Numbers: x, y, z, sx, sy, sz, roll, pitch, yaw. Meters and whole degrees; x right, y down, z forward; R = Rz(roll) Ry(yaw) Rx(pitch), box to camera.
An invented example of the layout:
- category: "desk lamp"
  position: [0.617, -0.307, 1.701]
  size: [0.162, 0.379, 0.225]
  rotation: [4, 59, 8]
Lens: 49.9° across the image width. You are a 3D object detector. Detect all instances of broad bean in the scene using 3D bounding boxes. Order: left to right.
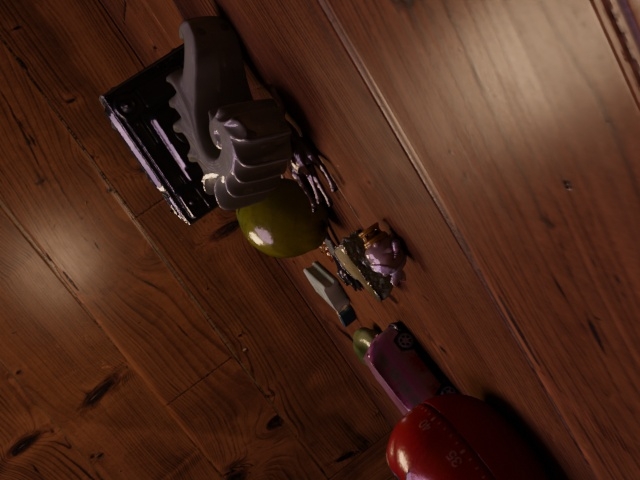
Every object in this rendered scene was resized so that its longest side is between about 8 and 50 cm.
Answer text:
- category: "broad bean"
  position: [0.179, 0.358, 2.319]
  size: [0.169, 0.100, 0.228]
  rotation: [48, 161, -14]

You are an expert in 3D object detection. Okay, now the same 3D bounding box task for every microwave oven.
- category: "microwave oven"
  position: [-0.343, -0.290, 1.825]
  size: [0.394, 0.333, 0.247]
  rotation: [57, 167, -17]

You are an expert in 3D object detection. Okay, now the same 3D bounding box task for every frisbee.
- category: "frisbee"
  position: [0.070, 0.061, 1.980]
  size: [0.187, 0.012, 0.211]
  rotation: [52, 171, 17]

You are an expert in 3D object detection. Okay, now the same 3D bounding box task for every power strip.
- category: "power strip"
  position: [0.096, 0.278, 2.549]
  size: [0.032, 0.056, 0.123]
  rotation: [48, 170, 28]

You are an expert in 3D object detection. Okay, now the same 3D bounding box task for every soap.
- category: "soap"
  position: [0.021, 0.163, 2.482]
  size: [0.119, 0.067, 0.198]
  rotation: [61, 170, -27]

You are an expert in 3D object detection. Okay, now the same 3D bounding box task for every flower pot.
- category: "flower pot"
  position: [-0.203, -0.266, 1.459]
  size: [0.367, 0.165, 0.254]
  rotation: [60, 148, 16]

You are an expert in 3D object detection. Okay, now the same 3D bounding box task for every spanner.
- category: "spanner"
  position: [0.041, 0.035, 1.935]
  size: [0.087, 0.024, 0.315]
  rotation: [45, 166, 45]

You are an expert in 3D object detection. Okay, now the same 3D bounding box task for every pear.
- category: "pear"
  position: [-0.100, -0.058, 1.770]
  size: [0.269, 0.212, 0.212]
  rotation: [15, 149, 32]

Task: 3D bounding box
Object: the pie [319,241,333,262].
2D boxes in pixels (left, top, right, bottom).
- category: "pie"
  position: [0.002, 0.002, 2.065]
  size: [0.088, 0.033, 0.191]
  rotation: [34, 159, 56]

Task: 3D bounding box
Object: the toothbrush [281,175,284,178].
- category: "toothbrush"
  position: [-0.106, -0.168, 2.039]
  size: [0.017, 0.014, 0.162]
  rotation: [33, 162, 28]

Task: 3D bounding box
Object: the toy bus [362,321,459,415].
- category: "toy bus"
  position: [0.243, 0.368, 1.824]
  size: [0.302, 0.147, 0.127]
  rotation: [50, 165, 19]

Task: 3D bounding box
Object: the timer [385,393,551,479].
- category: "timer"
  position: [0.321, 0.512, 1.478]
  size: [0.378, 0.279, 0.378]
  rotation: [55, 172, 11]

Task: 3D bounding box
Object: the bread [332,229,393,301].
- category: "bread"
  position: [0.091, 0.043, 1.615]
  size: [0.232, 0.064, 0.172]
  rotation: [41, 164, 51]

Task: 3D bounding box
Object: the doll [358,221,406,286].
- category: "doll"
  position: [0.131, 0.025, 1.322]
  size: [0.127, 0.073, 0.084]
  rotation: [56, 140, 3]

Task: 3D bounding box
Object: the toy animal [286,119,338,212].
- category: "toy animal"
  position: [-0.055, -0.185, 1.535]
  size: [0.259, 0.087, 0.243]
  rotation: [57, 157, 8]
